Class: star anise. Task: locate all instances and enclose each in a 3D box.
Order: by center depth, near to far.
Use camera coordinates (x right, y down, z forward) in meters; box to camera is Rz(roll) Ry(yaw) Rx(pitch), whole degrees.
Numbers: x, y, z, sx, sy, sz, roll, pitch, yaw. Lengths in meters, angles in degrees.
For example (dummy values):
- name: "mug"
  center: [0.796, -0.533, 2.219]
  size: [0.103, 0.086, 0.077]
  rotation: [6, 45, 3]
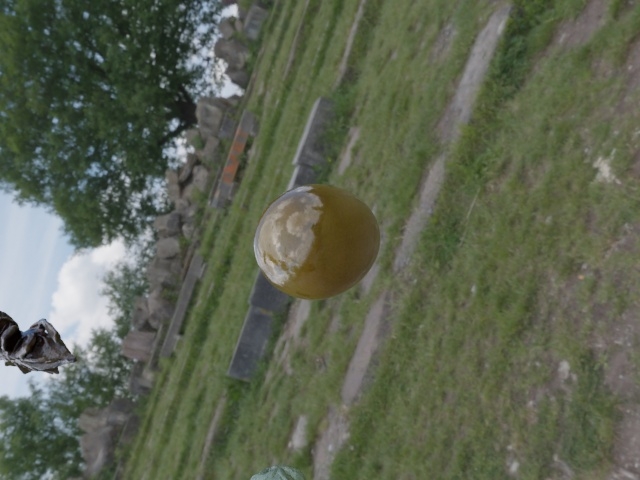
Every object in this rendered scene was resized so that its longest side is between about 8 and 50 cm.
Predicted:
- name: "star anise"
  center: [-0.742, 0.251, 1.366]
  size: [0.349, 0.292, 0.109]
  rotation: [126, 158, -55]

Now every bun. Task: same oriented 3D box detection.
- name: "bun"
  center: [-0.135, 0.754, 1.688]
  size: [0.195, 0.195, 0.118]
  rotation: [137, 119, -73]

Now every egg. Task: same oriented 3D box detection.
- name: "egg"
  center: [0.000, 0.000, 1.210]
  size: [0.322, 0.250, 0.250]
  rotation: [-16, -44, -53]
